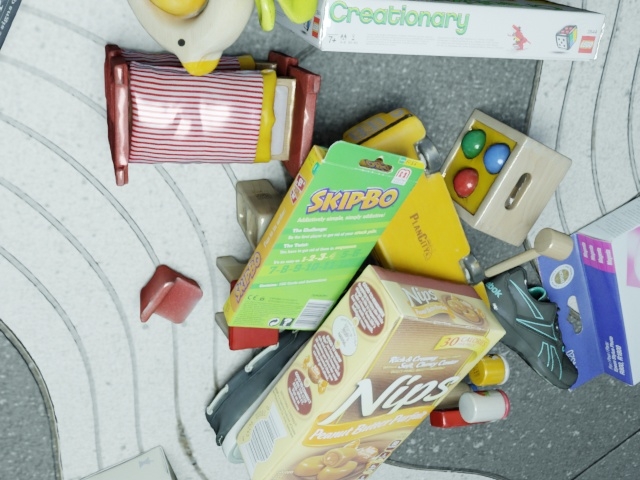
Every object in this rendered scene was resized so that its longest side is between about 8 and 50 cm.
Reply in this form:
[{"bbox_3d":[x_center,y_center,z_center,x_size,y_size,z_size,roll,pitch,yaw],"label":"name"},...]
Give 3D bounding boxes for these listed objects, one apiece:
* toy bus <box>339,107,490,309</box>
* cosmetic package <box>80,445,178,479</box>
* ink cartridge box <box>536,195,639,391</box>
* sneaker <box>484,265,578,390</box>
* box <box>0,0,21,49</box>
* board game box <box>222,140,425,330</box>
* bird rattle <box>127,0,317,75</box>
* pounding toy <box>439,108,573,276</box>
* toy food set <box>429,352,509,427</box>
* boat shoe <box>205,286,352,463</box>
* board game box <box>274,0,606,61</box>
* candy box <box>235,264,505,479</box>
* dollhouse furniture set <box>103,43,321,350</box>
[{"bbox_3d":[0.115,-0.011,0.894,0.108,0.130,0.332,-30,122,-3],"label":"toy bus"},{"bbox_3d":[-0.226,0.464,0.993,0.129,0.153,0.296,-21,119,-11],"label":"cosmetic package"},{"bbox_3d":[0.535,0.080,1.135,0.330,0.071,0.324,-29,122,-7],"label":"ink cartridge box"},{"bbox_3d":[0.334,0.139,1.071,0.106,0.101,0.267,-48,122,4],"label":"sneaker"},{"bbox_3d":[-0.351,-0.229,0.482,0.179,0.312,0.343,30,104,-4],"label":"box"},{"bbox_3d":[0.000,0.000,0.761,0.124,0.039,0.259,8,130,-35],"label":"board game box"},{"bbox_3d":[-0.115,-0.255,0.573,0.253,0.143,0.207,46,133,5],"label":"bird rattle"},{"bbox_3d":[0.224,-0.045,0.874,0.094,0.206,0.181,20,107,-27],"label":"pounding toy"},{"bbox_3d":[0.209,0.201,0.976,0.105,0.232,0.111,1,77,-22],"label":"toy food set"},{"bbox_3d":[-0.045,0.164,0.944,0.302,0.091,0.114,-46,145,3],"label":"boat shoe"},{"bbox_3d":[0.114,-0.239,0.745,0.306,0.193,0.053,-3,116,-19],"label":"board game box"},{"bbox_3d":[0.054,0.180,0.857,0.183,0.087,0.316,13,125,-39],"label":"candy box"},{"bbox_3d":[-0.128,-0.024,0.785,0.202,0.152,0.373,-4,116,-18],"label":"dollhouse furniture set"}]
